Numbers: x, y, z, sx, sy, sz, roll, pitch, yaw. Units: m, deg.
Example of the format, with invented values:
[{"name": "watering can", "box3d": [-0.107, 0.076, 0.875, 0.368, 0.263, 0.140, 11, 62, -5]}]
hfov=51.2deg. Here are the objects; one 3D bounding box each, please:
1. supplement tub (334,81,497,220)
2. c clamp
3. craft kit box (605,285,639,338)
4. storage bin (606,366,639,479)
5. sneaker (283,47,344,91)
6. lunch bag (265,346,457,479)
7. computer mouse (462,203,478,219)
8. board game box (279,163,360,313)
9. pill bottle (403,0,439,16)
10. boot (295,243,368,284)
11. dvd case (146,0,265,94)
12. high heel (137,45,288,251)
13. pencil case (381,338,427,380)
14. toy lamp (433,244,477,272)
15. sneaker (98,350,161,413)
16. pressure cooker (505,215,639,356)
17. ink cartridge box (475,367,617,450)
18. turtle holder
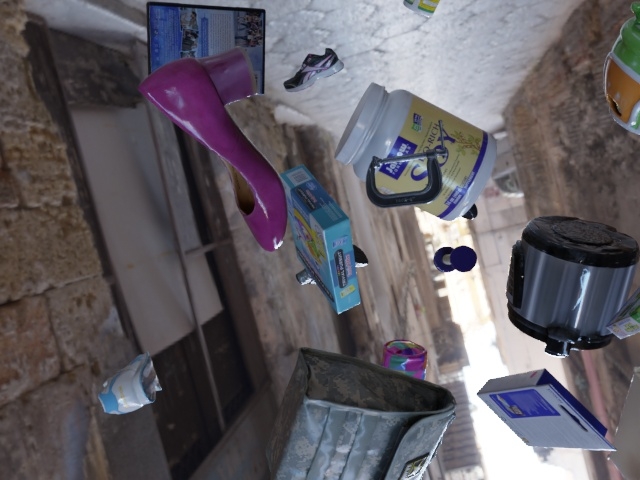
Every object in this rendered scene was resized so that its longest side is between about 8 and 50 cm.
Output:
[{"name": "supplement tub", "box3d": [0.225, -0.215, 1.608, 0.331, 0.241, 0.241, 25, 178, -7]}, {"name": "c clamp", "box3d": [0.152, -0.128, 1.188, 0.161, 0.137, 0.022, -12, -177, 20]}, {"name": "craft kit box", "box3d": [0.840, 0.123, 1.657, 0.250, 0.061, 0.246, -47, 162, -7]}, {"name": "storage bin", "box3d": [0.782, 0.397, 1.428, 0.261, 0.262, 0.123, -4, -153, -12]}, {"name": "sneaker", "box3d": [-0.028, -0.483, 1.873, 0.178, 0.077, 0.072, -25, -154, 12]}, {"name": "lunch bag", "box3d": [0.072, 0.340, 1.136, 0.287, 0.235, 0.169, 13, -156, -13]}, {"name": "computer mouse", "box3d": [0.374, -0.145, 1.942, 0.041, 0.242, 0.071, -57, -156, -19]}, {"name": "board game box", "box3d": [0.000, 0.000, 1.809, 0.079, 0.336, 0.253, -25, -132, -14]}, {"name": "pill bottle", "box3d": [0.377, -0.891, 2.298, 0.118, 0.118, 0.208, -19, 141, -50]}, {"name": "boot", "box3d": [0.036, 0.087, 2.290, 0.247, 0.083, 0.161, 2, 144, -45]}, {"name": "dvd case", "box3d": [-0.232, -0.393, 1.385, 0.253, 0.180, 0.022, -7, -161, -28]}, {"name": "high heel", "box3d": [-0.172, -0.121, 1.111, 0.181, 0.377, 0.127, -27, -150, -24]}, {"name": "pencil case", "box3d": [0.168, 0.333, 1.428, 0.105, 0.236, 0.104, 6, -170, -1]}, {"name": "toy lamp", "box3d": [0.360, 0.052, 1.817, 0.080, 0.080, 0.275, -15, 180, -1]}, {"name": "sneaker", "box3d": [-0.369, 0.277, 1.304, 0.092, 0.087, 0.229, -19, 180, -7]}, {"name": "pressure cooker", "box3d": [0.804, 0.165, 2.172, 0.370, 0.420, 0.375, -7, -155, -27]}, {"name": "ink cartridge box", "box3d": [0.477, 0.363, 1.427, 0.069, 0.176, 0.371, -44, 175, -15]}, {"name": "turtle holder", "box3d": [0.730, -0.348, 1.374, 0.320, 0.243, 0.227, -25, 145, -34]}]
